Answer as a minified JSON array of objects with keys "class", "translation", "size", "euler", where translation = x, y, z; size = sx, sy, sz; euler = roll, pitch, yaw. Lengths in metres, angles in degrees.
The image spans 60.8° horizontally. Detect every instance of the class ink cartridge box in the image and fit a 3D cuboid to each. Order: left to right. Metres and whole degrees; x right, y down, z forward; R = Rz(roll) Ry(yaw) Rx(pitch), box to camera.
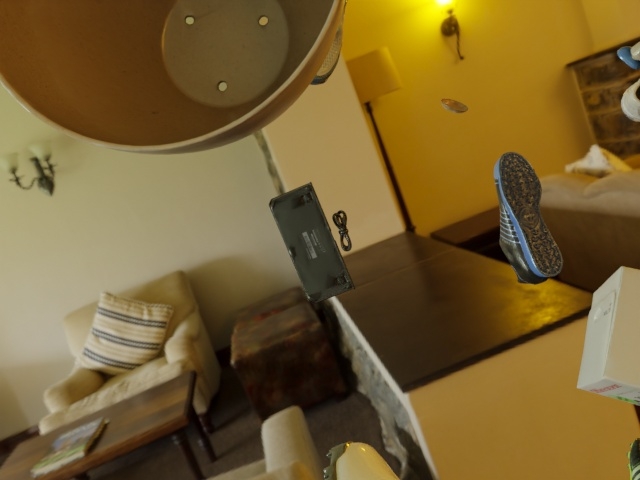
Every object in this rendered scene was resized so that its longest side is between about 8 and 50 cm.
[{"class":"ink cartridge box","translation":[0.612,0.188,0.926],"size":[0.270,0.197,0.198],"euler":[13,-15,17]}]

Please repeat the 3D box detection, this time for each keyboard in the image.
[{"class":"keyboard","translation":[0.000,0.000,0.853],"size":[0.108,0.180,0.023],"euler":[-22,3,14]}]

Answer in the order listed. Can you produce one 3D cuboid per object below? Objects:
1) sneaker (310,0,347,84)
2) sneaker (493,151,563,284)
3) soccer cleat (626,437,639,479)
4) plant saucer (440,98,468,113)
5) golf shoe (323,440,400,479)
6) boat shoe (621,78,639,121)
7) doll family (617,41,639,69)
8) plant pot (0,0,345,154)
[{"class":"sneaker","translation":[-0.005,-0.374,0.789],"size":[0.110,0.283,0.122],"euler":[1,8,-16]},{"class":"sneaker","translation":[0.344,-0.035,0.955],"size":[0.081,0.232,0.090],"euler":[-6,-16,-14]},{"class":"soccer cleat","translation":[0.742,0.542,1.243],"size":[0.072,0.060,0.179],"euler":[-16,42,47]},{"class":"plant saucer","translation":[0.379,-0.381,1.552],"size":[0.083,0.015,0.083],"euler":[12,33,-8]},{"class":"golf shoe","translation":[0.092,0.240,0.419],"size":[0.120,0.105,0.273],"euler":[-40,27,-2]},{"class":"boat shoe","translation":[0.628,-0.285,0.879],"size":[0.267,0.096,0.088],"euler":[-23,-9,18]},{"class":"doll family","translation":[0.490,-0.258,0.617],"size":[0.263,0.118,0.163],"euler":[-24,-20,-27]},{"class":"plant pot","translation":[-0.108,-0.204,0.468],"size":[0.284,0.284,0.191],"euler":[-20,-2,7]}]
